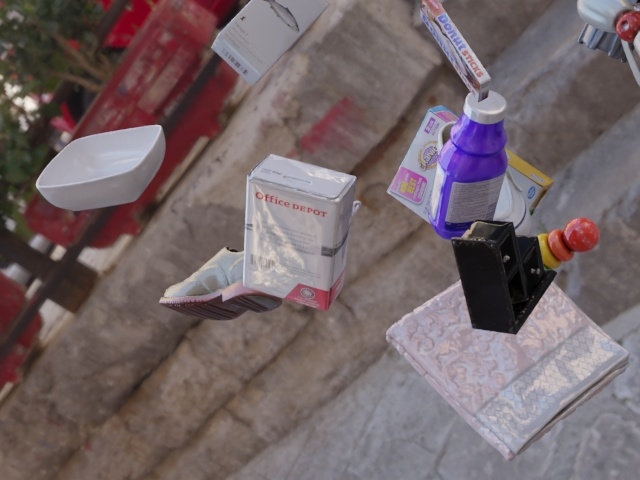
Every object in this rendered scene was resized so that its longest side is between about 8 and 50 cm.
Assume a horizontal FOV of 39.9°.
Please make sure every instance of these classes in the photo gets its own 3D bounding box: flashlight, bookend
[{"bbox_3d":[0.576,-0.476,1.581,0.103,0.103,0.304,-110,40,-67],"label":"flashlight"},{"bbox_3d":[0.270,0.026,1.280,0.072,0.156,0.157,5,34,37],"label":"bookend"}]

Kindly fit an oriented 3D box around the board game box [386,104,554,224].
[{"bbox_3d":[0.333,-0.122,2.007,0.064,0.316,0.242,-26,-31,-51],"label":"board game box"}]

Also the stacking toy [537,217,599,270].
[{"bbox_3d":[0.565,0.041,2.275,0.330,0.141,0.141,-33,27,36],"label":"stacking toy"}]

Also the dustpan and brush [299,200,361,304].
[{"bbox_3d":[0.000,0.000,1.651,0.211,0.147,0.060,-39,22,-1],"label":"dustpan and brush"}]

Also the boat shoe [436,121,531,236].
[{"bbox_3d":[0.302,-0.135,1.717,0.136,0.156,0.367,-22,34,9],"label":"boat shoe"}]

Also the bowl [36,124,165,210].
[{"bbox_3d":[-0.263,-0.085,1.092,0.142,0.053,0.142,-8,29,14],"label":"bowl"}]

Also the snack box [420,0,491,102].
[{"bbox_3d":[0.207,-0.300,1.363,0.022,0.178,0.064,-29,-18,-2],"label":"snack box"}]

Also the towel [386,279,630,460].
[{"bbox_3d":[0.337,0.186,1.568,0.332,0.317,0.053,-30,-30,-28],"label":"towel"}]

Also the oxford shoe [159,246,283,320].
[{"bbox_3d":[-0.196,0.084,1.792,0.348,0.123,0.130,-11,63,41],"label":"oxford shoe"}]

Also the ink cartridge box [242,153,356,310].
[{"bbox_3d":[-0.037,-0.014,1.434,0.092,0.159,0.217,-55,-24,-51],"label":"ink cartridge box"}]

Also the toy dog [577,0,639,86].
[{"bbox_3d":[0.540,-0.286,1.309,0.220,0.161,0.333,-46,53,48],"label":"toy dog"}]

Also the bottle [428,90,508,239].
[{"bbox_3d":[0.257,-0.125,1.504,0.282,0.118,0.092,93,159,-47],"label":"bottle"}]

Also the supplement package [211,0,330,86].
[{"bbox_3d":[-0.089,-0.374,1.542,0.179,0.105,0.105,-49,10,-10],"label":"supplement package"}]
